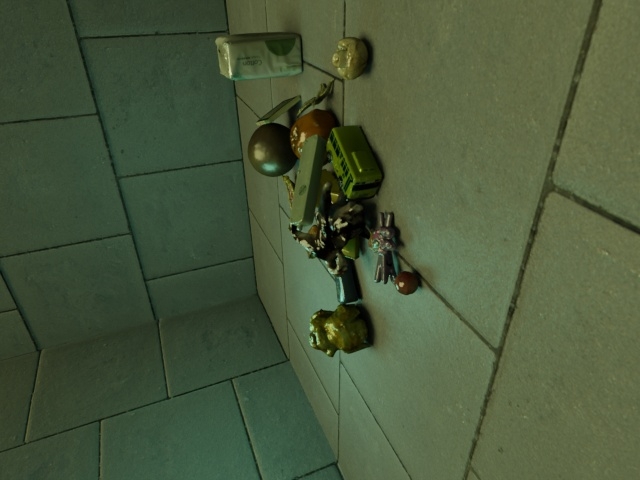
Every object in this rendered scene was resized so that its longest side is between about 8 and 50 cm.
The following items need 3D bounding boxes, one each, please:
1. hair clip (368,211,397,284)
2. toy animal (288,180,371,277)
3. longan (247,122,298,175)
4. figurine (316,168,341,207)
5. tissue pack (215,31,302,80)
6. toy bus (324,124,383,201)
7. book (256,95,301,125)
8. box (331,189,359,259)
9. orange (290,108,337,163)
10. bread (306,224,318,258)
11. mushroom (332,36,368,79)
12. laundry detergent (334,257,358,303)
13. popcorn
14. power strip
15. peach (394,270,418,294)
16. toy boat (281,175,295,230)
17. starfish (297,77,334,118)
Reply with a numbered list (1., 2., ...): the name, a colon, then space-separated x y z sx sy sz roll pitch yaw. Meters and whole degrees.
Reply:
1. hair clip: 0.233 0.040 1.595 0.137 0.090 0.279 10 112 60
2. toy animal: 0.073 -0.036 1.763 0.303 0.194 0.344 59 139 13
3. longan: -0.249 -0.482 2.369 0.297 0.297 0.298 167 90 -71
4. figurine: -0.027 -0.261 2.087 0.168 0.187 0.315 -62 17 6
5. tissue pack: -0.293 -0.868 2.086 0.266 0.356 0.194 -132 34 -55
6. toy bus: 0.122 -0.288 1.638 0.150 0.127 0.262 115 140 -57
7. book: -0.222 -0.665 2.281 0.027 0.202 0.264 54 169 -22
8. box: 0.096 -0.066 1.884 0.153 0.041 0.279 16 120 37
9. orange: -0.029 -0.429 1.891 0.249 0.183 0.249 168 90 -73
10. bread: -0.001 -0.010 2.177 0.260 0.129 0.134 129 127 -64
11. mushroom: 0.100 -0.617 1.509 0.148 0.112 0.148 36 133 50
12. laundry detergent: 0.104 0.139 2.037 0.143 0.094 0.290 -164 65 -83
13. popcorn: 0.084 0.408 2.013 0.276 0.276 0.226 108 149 -57
14. power strip: -0.048 -0.219 1.702 0.091 0.062 0.386 -9 66 47
15. peach: 0.292 0.144 1.508 0.083 0.083 0.083 167 90 -71
16. toy boat: -0.159 -0.220 2.540 0.141 0.099 0.318 -162 64 -64
17. starfish: -0.017 -0.586 1.833 0.223 0.050 0.217 -39 16 33
